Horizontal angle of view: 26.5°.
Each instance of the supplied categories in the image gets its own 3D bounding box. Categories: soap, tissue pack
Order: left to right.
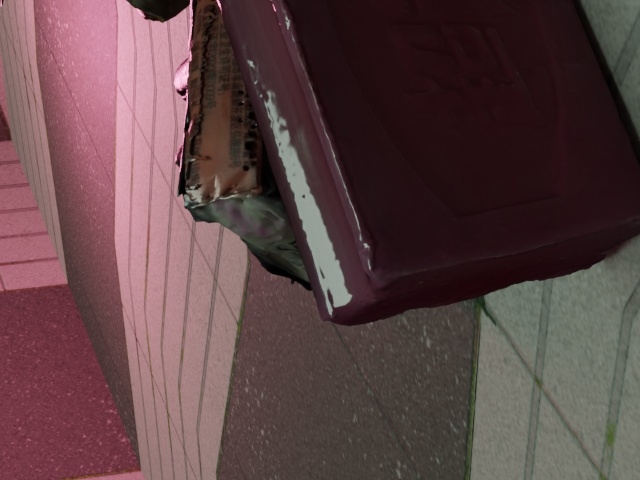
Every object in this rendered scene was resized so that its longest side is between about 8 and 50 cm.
[{"bbox_3d":[-0.031,-0.141,1.157,0.245,0.123,0.332,33,-128,-56],"label":"tissue pack"},{"bbox_3d":[0.067,-0.136,0.999,0.128,0.233,0.359,127,127,-62],"label":"soap"}]

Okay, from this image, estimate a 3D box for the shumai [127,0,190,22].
[{"bbox_3d":[-0.175,-0.373,1.602,0.184,0.185,0.218,157,99,-71],"label":"shumai"}]

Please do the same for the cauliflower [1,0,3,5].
[{"bbox_3d":[-0.423,-0.504,2.093,0.315,0.256,0.239,-53,21,28],"label":"cauliflower"}]

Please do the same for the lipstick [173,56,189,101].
[{"bbox_3d":[-0.119,-0.217,1.690,0.418,0.077,0.077,-175,72,-75],"label":"lipstick"}]
